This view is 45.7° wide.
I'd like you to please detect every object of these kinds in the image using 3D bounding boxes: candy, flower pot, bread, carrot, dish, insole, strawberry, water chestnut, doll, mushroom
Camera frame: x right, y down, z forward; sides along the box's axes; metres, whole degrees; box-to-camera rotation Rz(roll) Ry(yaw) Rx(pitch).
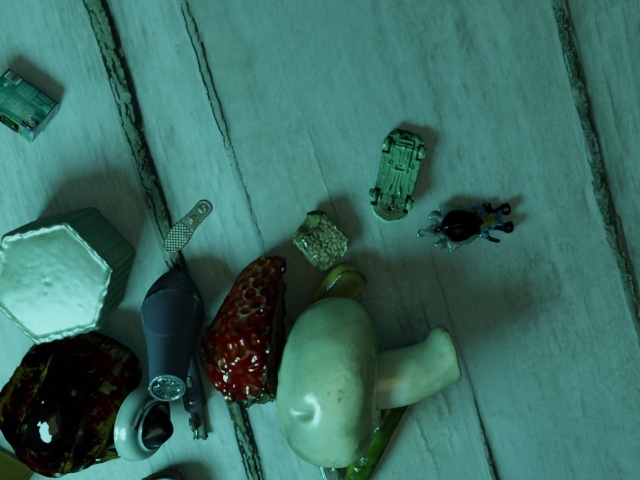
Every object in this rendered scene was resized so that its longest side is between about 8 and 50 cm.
[{"bbox_3d":[0.000,0.000,1.491,0.110,0.085,0.095,43,89,-18],"label":"candy"},{"bbox_3d":[-0.479,0.061,1.427,0.209,0.189,0.239,18,97,-5],"label":"flower pot"},{"bbox_3d":[0.035,0.093,1.519,0.082,0.056,0.115,24,114,-30],"label":"bread"},{"bbox_3d":[0.125,0.379,1.566,0.074,0.074,0.359,25,100,-6],"label":"carrot"},{"bbox_3d":[-0.306,0.344,1.406,0.078,0.141,0.141,5,100,26],"label":"dish"},{"bbox_3d":[-0.266,-0.026,1.515,0.045,0.002,0.135,43,95,-8],"label":"insole"},{"bbox_3d":[-0.143,0.177,1.435,0.150,0.253,0.280,1,98,6],"label":"strawberry"},{"bbox_3d":[-0.464,0.314,1.445,0.289,0.289,0.244,-36,137,4],"label":"water chestnut"},{"bbox_3d":[0.285,-0.030,1.505,0.195,0.070,0.096,-10,84,-8],"label":"doll"},{"bbox_3d":[0.046,0.237,1.418,0.315,0.315,0.356,41,84,-8],"label":"mushroom"}]

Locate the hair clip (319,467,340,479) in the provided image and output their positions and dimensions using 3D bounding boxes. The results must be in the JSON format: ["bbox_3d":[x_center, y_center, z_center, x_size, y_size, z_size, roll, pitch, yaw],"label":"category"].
[{"bbox_3d":[0.006,0.421,1.582,0.066,0.036,0.229,-14,93,-5],"label":"hair clip"}]

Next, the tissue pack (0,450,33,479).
[{"bbox_3d":[-0.748,0.488,1.510,0.274,0.145,0.194,33,95,-6],"label":"tissue pack"}]

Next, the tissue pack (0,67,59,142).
[{"bbox_3d":[-0.567,-0.248,1.434,0.111,0.079,0.085,34,61,-9],"label":"tissue pack"}]

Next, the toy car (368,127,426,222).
[{"bbox_3d":[0.146,-0.125,1.488,0.093,0.058,0.186,14,87,-4],"label":"toy car"}]

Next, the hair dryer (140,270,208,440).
[{"bbox_3d":[-0.258,0.268,1.464,0.121,0.301,0.361,-10,124,-1],"label":"hair dryer"}]

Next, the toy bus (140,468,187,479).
[{"bbox_3d":[-0.293,0.589,1.554,0.121,0.120,0.265,-20,100,1],"label":"toy bus"}]
